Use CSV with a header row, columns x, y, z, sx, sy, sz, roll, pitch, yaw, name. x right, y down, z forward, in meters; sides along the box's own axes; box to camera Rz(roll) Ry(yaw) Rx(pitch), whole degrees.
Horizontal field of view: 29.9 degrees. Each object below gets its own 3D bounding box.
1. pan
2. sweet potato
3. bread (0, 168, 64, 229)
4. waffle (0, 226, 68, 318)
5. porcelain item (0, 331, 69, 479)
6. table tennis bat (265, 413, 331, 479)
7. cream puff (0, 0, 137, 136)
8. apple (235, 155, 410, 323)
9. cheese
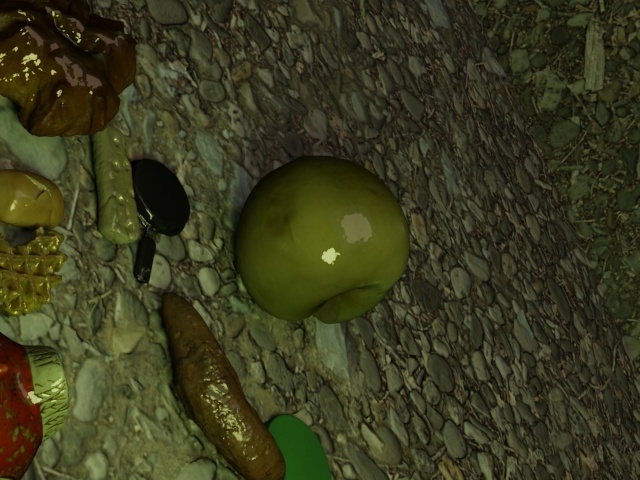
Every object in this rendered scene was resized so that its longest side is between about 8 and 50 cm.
x,y,z,sx,sy,sz,roll,pitch,yaw,name
-0.255,-0.032,1.845,0.136,0.028,0.235,37,39,-35,pan
-0.153,0.230,1.741,0.341,0.092,0.114,61,6,-3,sweet potato
-0.395,-0.059,1.631,0.115,0.056,0.082,16,54,-50,bread
-0.417,0.015,1.547,0.194,0.051,0.149,39,42,-32,waffle
-0.391,0.177,1.287,0.253,0.253,0.253,36,40,-37,porcelain item
-0.028,0.388,1.855,0.160,0.039,0.257,25,42,-46,table tennis bat
-0.380,-0.259,1.728,0.241,0.155,0.269,51,39,-8,cream puff
0.000,0.000,1.988,0.292,0.292,0.254,13,54,-52,apple
-0.307,-0.084,1.794,0.065,0.043,0.194,21,50,-47,cheese
